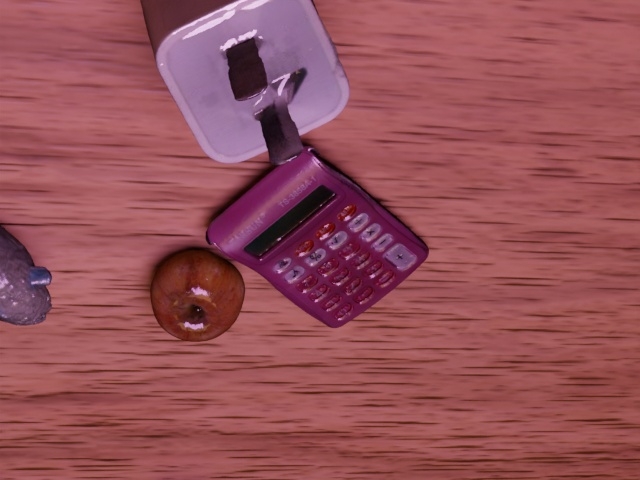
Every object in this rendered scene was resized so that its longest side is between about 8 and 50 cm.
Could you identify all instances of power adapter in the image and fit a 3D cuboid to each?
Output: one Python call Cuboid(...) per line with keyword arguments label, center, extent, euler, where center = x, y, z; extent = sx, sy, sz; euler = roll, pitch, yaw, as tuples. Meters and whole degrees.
Cuboid(label="power adapter", center=(-0.054, -0.136, 1.155), extent=(0.125, 0.205, 0.130), euler=(-24, 127, 4))

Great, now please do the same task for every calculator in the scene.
Cuboid(label="calculator", center=(0.000, 0.000, 1.382), extent=(0.126, 0.034, 0.190), euler=(-40, 131, 14))

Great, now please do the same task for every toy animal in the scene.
Cuboid(label="toy animal", center=(-0.314, -0.005, 1.263), extent=(0.253, 0.079, 0.070), euler=(37, 89, -35))

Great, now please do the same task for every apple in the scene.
Cuboid(label="apple", center=(-0.108, 0.047, 1.365), extent=(0.084, 0.071, 0.084), euler=(-4, 121, -6))
